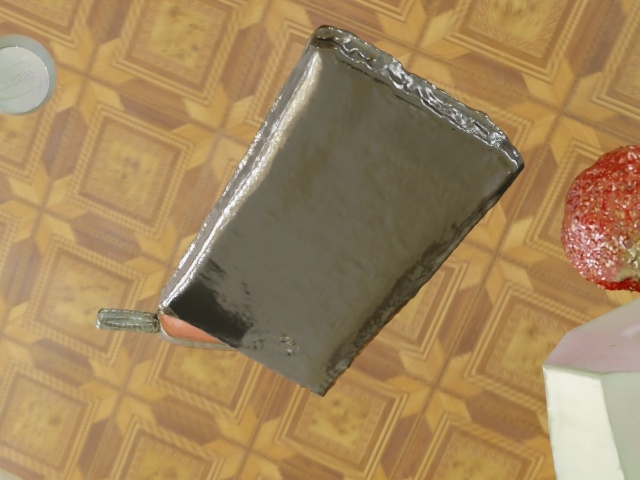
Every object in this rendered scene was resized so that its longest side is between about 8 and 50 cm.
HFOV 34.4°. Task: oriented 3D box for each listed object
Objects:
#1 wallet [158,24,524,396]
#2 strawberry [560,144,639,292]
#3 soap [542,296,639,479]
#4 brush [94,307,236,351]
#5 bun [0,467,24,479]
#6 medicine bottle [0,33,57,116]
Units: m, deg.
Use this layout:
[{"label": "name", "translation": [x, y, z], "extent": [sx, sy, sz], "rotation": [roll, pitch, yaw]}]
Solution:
[{"label": "wallet", "translation": [0.000, -0.001, 0.668], "extent": [0.146, 0.030, 0.285], "rotation": [31, 135, -5]}, {"label": "strawberry", "translation": [0.203, -0.010, 0.651], "extent": [0.106, 0.106, 0.106], "rotation": [2, 100, 10]}, {"label": "soap", "translation": [0.331, 0.110, 0.829], "extent": [0.208, 0.346, 0.115], "rotation": [5, 106, 47]}, {"label": "brush", "translation": [-0.119, 0.104, 1.301], "extent": [0.323, 0.051, 0.070], "rotation": [4, 64, -13]}, {"label": "bun", "translation": [-0.323, 0.385, 0.909], "extent": [0.213, 0.361, 0.361], "rotation": [23, 104, -15]}, {"label": "medicine bottle", "translation": [-0.334, -0.181, 1.131], "extent": [0.090, 0.216, 0.091], "rotation": [-3, 102, -16]}]
